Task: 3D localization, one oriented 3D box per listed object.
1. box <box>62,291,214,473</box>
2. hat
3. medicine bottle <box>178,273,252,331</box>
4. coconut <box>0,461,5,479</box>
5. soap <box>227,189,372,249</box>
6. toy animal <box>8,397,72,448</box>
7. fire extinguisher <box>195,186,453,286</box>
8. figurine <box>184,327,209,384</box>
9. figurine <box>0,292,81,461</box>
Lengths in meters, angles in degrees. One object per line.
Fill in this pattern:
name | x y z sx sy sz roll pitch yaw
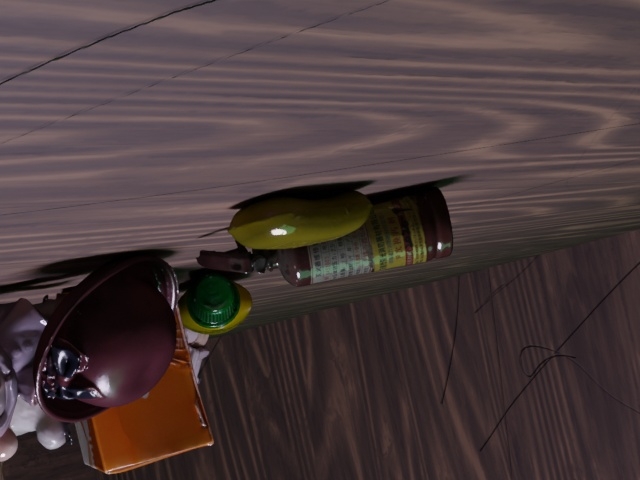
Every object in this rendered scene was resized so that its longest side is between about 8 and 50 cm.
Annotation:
box | -0.253 0.175 1.736 0.143 0.225 0.341 -14 176 -14
hat | -0.207 0.110 1.387 0.089 0.205 0.205 30 -167 23
medicine bottle | -0.147 0.088 1.851 0.111 0.076 0.309 -14 175 -6
coconut | -0.545 0.283 1.515 0.415 0.415 0.344 -16 -159 37
soap | -0.017 -0.018 1.214 0.140 0.045 0.089 -7 176 -45
toy animal | -0.461 0.193 1.762 0.289 0.174 0.249 -10 -174 -34
fire extinguisher | 0.002 0.007 1.356 0.252 0.075 0.106 -12 175 -8
figurine | -0.308 0.180 2.203 0.256 0.182 0.144 7 119 -56
figurine | -0.361 0.132 1.405 0.133 0.200 0.276 11 -148 41
